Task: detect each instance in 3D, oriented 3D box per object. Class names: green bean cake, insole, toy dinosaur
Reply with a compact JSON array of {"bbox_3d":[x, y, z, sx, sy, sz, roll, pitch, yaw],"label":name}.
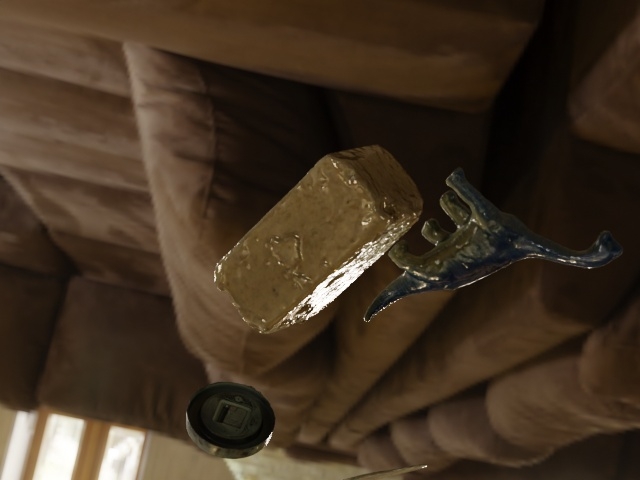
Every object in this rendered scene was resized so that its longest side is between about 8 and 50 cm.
[{"bbox_3d":[0.000,0.000,1.043,0.179,0.085,0.109,-43,166,23],"label":"green bean cake"},{"bbox_3d":[0.065,0.251,1.247,0.065,0.004,0.197,-20,165,23],"label":"insole"},{"bbox_3d":[0.171,0.037,1.235,0.188,0.248,0.075,45,-165,20],"label":"toy dinosaur"}]

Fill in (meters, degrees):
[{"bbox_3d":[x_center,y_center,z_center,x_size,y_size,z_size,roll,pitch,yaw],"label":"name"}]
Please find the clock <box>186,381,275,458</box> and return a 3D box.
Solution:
[{"bbox_3d":[-0.084,0.167,1.085,0.085,0.085,0.017,12,128,-3],"label":"clock"}]
